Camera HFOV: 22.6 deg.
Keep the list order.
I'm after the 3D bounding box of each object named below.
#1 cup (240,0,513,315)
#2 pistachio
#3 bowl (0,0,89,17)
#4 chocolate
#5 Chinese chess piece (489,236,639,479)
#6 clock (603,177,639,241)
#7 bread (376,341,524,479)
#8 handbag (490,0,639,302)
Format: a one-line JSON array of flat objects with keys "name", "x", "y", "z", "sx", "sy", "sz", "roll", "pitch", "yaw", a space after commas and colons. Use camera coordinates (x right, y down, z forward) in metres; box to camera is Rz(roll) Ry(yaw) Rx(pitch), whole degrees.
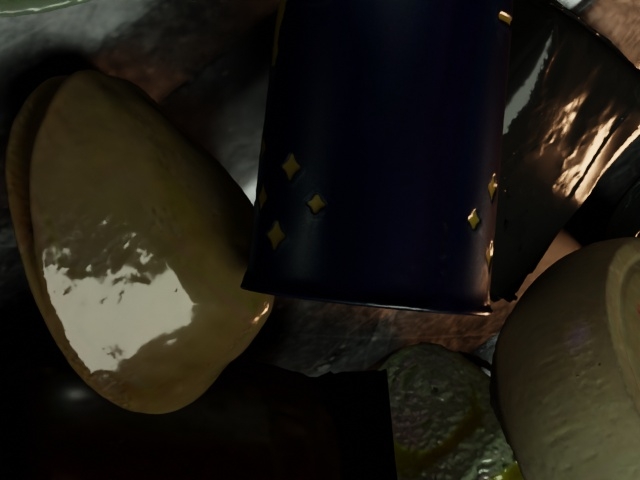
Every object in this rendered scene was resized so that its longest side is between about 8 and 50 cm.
[{"name": "cup", "x": 0.020, "y": -0.085, "z": 1.165, "sx": 0.178, "sy": 0.255, "sz": 0.256, "roll": 6, "pitch": 89, "yaw": -38}, {"name": "pistachio", "x": -0.143, "y": 0.002, "z": 1.184, "sx": 0.163, "sy": 0.213, "sz": 0.260, "roll": -13, "pitch": 138, "yaw": 35}, {"name": "bowl", "x": -0.171, "y": -0.288, "z": 0.864, "sx": 0.307, "sy": 0.163, "sz": 0.307, "roll": -17, "pitch": 139, "yaw": -15}, {"name": "chocolate", "x": -0.160, "y": 0.235, "z": 1.314, "sx": 0.331, "sy": 0.384, "sz": 0.384, "roll": 24, "pitch": 120, "yaw": -19}, {"name": "Chinese chess piece", "x": 0.303, "y": 0.161, "z": 1.447, "sx": 0.140, "sy": 0.338, "sz": 0.338, "roll": -35, "pitch": 144, "yaw": 32}, {"name": "clock", "x": 0.387, "y": -0.018, "z": 1.592, "sx": 0.226, "sy": 0.049, "sz": 0.226, "roll": -16, "pitch": 140, "yaw": -14}, {"name": "bread", "x": 0.160, "y": 0.226, "z": 1.545, "sx": 0.158, "sy": 0.260, "sz": 0.156, "roll": -47, "pitch": 141, "yaw": -9}, {"name": "handbag", "x": 0.168, "y": -0.068, "z": 1.352, "sx": 0.223, "sy": 0.080, "sz": 0.247, "roll": 26, "pitch": 107, "yaw": -45}]
